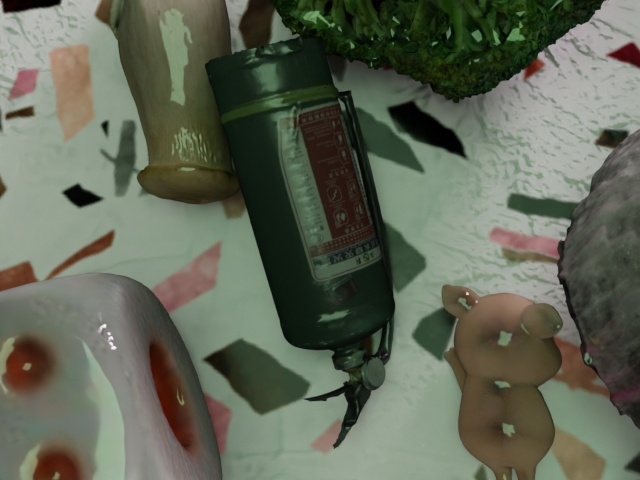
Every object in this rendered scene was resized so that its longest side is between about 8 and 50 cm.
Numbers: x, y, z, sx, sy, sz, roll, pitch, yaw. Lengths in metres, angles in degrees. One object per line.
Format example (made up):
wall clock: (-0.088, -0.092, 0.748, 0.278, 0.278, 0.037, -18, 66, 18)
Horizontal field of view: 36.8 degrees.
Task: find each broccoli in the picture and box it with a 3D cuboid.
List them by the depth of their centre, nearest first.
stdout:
broccoli: (0.081, -0.253, 0.692, 0.308, 0.275, 0.308, 4, 96, 35)

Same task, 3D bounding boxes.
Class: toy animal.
toy animal: (0.136, 0.103, 0.699, 0.083, 0.089, 0.150, -6, 87, 3)

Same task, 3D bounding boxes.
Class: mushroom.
mushroom: (-0.117, -0.151, 0.769, 0.108, 0.096, 0.247, -22, 74, 39)

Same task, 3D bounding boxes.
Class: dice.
dice: (-0.188, 0.140, 0.680, 0.192, 0.194, 0.193, -21, 79, 2)

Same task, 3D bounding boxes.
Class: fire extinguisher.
fire extinguisher: (0.000, 0.000, 0.715, 0.093, 0.118, 0.294, -11, 96, 46)

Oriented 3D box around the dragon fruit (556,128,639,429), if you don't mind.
dragon fruit: (0.303, 0.024, 0.594, 0.204, 0.221, 0.283, -11, 77, -32)
